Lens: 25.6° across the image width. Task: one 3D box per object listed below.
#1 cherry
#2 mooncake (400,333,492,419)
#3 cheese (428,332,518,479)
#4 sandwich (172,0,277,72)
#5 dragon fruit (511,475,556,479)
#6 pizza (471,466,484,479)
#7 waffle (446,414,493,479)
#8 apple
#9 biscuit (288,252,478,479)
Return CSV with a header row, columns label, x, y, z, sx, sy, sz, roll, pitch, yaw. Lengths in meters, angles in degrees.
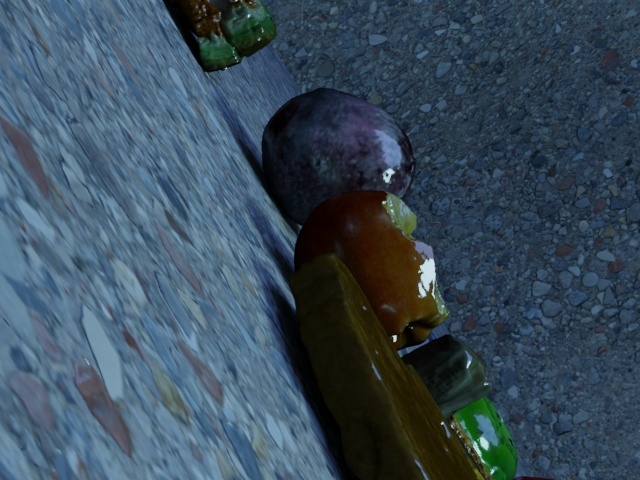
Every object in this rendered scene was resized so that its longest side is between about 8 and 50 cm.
label,x,y,z,sx,sy,sz,roll,pitch,yaw
cherry,0.018,-0.095,1.722,0.195,0.195,0.195,58,5,-8
mooncake,0.112,0.149,1.463,0.073,0.125,0.130,56,0,21
cheese,0.217,0.258,2.103,0.204,0.083,0.320,53,10,-38
sandwich,-0.135,-0.306,1.832,0.160,0.109,0.185,60,4,-17
dragon fruit,0.249,0.324,1.392,0.189,0.163,0.261,47,26,-16
pizza,0.173,0.320,1.493,0.175,0.046,0.134,-89,153,-72
waffle,0.184,0.283,1.861,0.148,0.042,0.102,58,4,-16
apple,0.050,0.038,1.440,0.156,0.147,0.158,108,-29,-51
biscuit,0.075,0.181,1.224,0.381,0.074,0.359,59,3,27
